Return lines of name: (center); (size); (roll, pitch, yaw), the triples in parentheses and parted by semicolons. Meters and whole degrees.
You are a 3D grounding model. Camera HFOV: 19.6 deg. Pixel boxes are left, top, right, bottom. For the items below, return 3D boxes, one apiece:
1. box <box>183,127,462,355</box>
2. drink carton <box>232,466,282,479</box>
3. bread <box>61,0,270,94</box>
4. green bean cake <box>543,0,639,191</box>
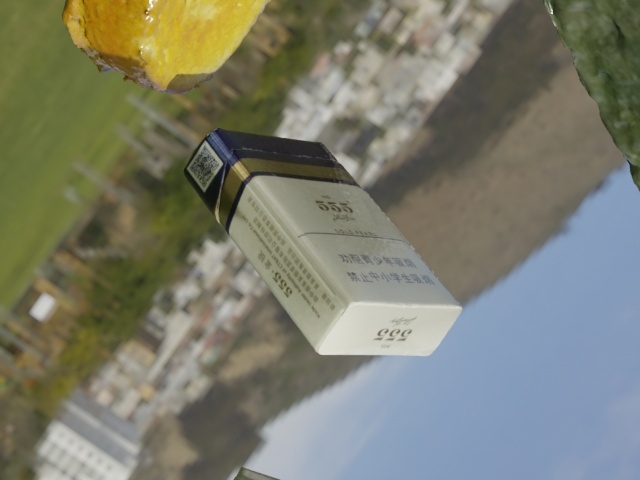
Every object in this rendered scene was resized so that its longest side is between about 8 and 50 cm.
box: (0.000, 0.000, 1.760); (0.168, 0.259, 0.071); (5, 126, -46)
drink carton: (0.011, 0.263, 1.308); (0.134, 0.222, 0.102); (-60, 144, -22)
bread: (-0.149, -0.275, 1.856); (0.268, 0.145, 0.268); (-43, 152, -31)
green bean cake: (0.224, -0.087, 0.903); (0.183, 0.185, 0.094); (-5, -141, 48)
